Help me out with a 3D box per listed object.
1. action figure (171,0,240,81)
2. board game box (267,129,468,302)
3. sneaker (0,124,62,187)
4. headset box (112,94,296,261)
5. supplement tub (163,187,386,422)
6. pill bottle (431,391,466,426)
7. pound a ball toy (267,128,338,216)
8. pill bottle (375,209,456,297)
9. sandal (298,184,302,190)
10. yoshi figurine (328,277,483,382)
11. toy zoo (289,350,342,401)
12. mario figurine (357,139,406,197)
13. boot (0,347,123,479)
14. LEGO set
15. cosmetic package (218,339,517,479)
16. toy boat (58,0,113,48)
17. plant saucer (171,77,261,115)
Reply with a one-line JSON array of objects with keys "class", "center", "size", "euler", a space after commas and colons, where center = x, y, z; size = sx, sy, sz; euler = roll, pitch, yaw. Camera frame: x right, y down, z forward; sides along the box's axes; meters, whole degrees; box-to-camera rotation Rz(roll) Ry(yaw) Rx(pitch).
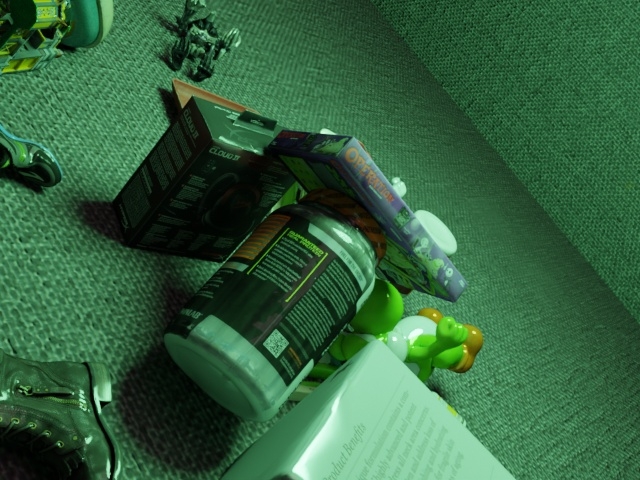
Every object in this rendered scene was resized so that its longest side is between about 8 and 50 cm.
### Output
[{"class": "action figure", "center": [-0.280, -0.501, 1.963], "size": [0.164, 0.141, 0.275], "euler": [31, 34, -21]}, {"class": "board game box", "center": [0.078, -0.040, 1.315], "size": [0.347, 0.056, 0.208], "euler": [49, -13, -31]}, {"class": "sneaker", "center": [-0.482, -0.129, 1.236], "size": [0.188, 0.067, 0.078], "euler": [39, 30, -45]}, {"class": "headset box", "center": [-0.182, -0.106, 1.382], "size": [0.218, 0.293, 0.110], "euler": [11, 41, -45]}, {"class": "supplement tub", "center": [-0.058, 0.088, 1.226], "size": [0.207, 0.207, 0.338], "euler": [43, 64, -3]}, {"class": "pill bottle", "center": [0.220, 0.336, 1.562], "size": [0.116, 0.065, 0.065], "euler": [44, 28, -1]}, {"class": "pound a ball toy", "center": [-0.034, -0.082, 1.650], "size": [0.136, 0.208, 0.319], "euler": [28, 61, -34]}, {"class": "pill bottle", "center": [0.176, 0.047, 1.730], "size": [0.121, 0.221, 0.121], "euler": [33, 29, -21]}, {"class": "sandal", "center": [-0.012, -0.156, 1.839], "size": [0.102, 0.076, 0.265], "euler": [-21, 50, -28]}, {"class": "yoshi figurine", "center": [0.162, 0.161, 1.550], "size": [0.362, 0.204, 0.202], "euler": [8, 52, -48]}, {"class": "toy zoo", "center": [-0.059, 0.162, 1.463], "size": [0.192, 0.030, 0.293], "euler": [17, 38, -42]}, {"class": "mario figurine", "center": [0.077, -0.144, 1.922], "size": [0.198, 0.170, 0.320], "euler": [27, 34, -27]}, {"class": "boot", "center": [-0.360, 0.222, 0.938], "size": [0.229, 0.091, 0.263], "euler": [16, 34, -33]}, {"class": "LEGO set", "center": [-0.547, -0.451, 1.417], "size": [0.331, 0.255, 0.192], "euler": [49, 32, 5]}, {"class": "cosmetic package", "center": [0.055, 0.405, 0.964], "size": [0.393, 0.327, 0.329], "euler": [46, 27, 2]}, {"class": "toy boat", "center": [-0.547, -0.503, 1.564], "size": [0.318, 0.267, 0.148], "euler": [34, 59, 15]}, {"class": "plant saucer", "center": [-0.205, -0.223, 1.779], "size": [0.259, 0.048, 0.258], "euler": [15, 40, -42]}]
